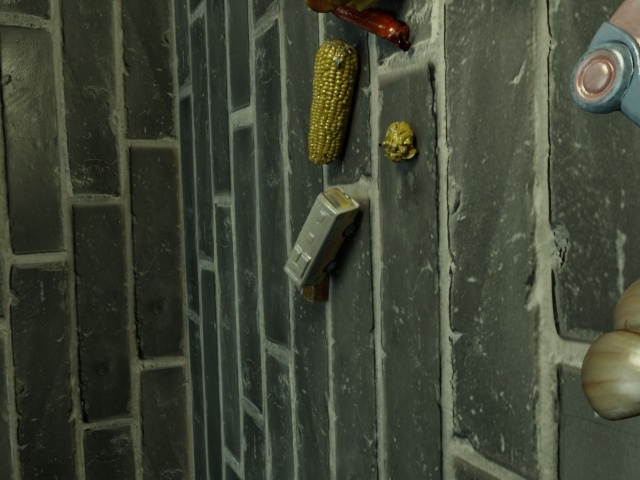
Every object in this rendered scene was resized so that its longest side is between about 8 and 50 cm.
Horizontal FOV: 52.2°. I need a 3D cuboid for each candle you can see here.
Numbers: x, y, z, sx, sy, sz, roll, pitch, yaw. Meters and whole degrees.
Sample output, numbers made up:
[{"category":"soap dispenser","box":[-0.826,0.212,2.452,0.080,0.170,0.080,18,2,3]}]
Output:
[{"category":"candle","box":[0.102,-0.469,1.382,0.051,0.048,0.329,-44,39,3]}]

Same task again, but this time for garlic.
[{"category":"garlic","box":[0.383,0.101,0.684,0.191,0.214,0.160,120,150,-65]}]

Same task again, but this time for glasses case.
[{"category":"glasses case","box":[-0.013,0.045,1.679,0.075,0.049,0.218,25,115,61]}]

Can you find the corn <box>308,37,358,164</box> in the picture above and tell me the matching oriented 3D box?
[{"category":"corn","box":[0.027,-0.312,1.502,0.106,0.106,0.293,-131,40,-52]}]

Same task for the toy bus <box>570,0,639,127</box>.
[{"category":"toy bus","box":[0.414,-0.167,0.619,0.232,0.197,0.294,-60,38,33]}]

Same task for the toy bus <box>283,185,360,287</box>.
[{"category":"toy bus","box":[0.000,0.000,1.541,0.092,0.106,0.268,46,131,23]}]

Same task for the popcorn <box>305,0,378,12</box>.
[{"category":"popcorn","box":[0.053,-0.596,1.295,0.265,0.225,0.332,-15,58,53]}]

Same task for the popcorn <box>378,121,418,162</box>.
[{"category":"popcorn","box":[0.145,-0.191,1.288,0.084,0.084,0.084,177,90,-64]}]
